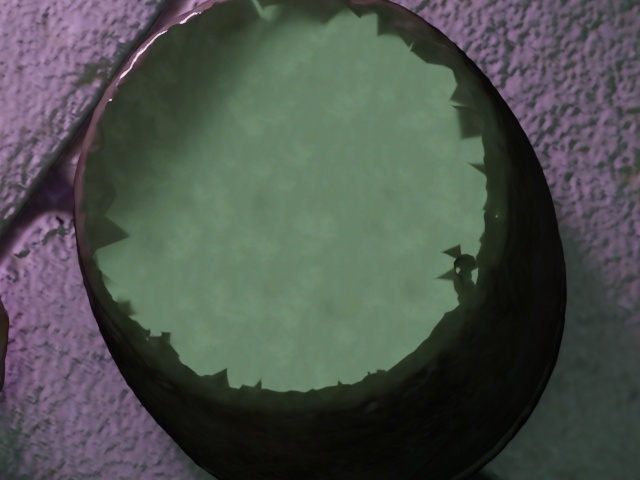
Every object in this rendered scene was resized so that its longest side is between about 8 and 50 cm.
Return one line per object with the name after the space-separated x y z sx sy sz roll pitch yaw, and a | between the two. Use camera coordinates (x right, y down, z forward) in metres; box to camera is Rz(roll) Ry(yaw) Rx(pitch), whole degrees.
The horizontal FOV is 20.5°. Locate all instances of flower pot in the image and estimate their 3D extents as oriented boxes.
0.000 0.000 1.007 0.293 0.330 0.294 -1 77 5 | flower pot

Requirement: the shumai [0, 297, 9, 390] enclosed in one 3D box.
-0.377 0.035 1.134 0.314 0.262 0.267 5 107 -33 | shumai
